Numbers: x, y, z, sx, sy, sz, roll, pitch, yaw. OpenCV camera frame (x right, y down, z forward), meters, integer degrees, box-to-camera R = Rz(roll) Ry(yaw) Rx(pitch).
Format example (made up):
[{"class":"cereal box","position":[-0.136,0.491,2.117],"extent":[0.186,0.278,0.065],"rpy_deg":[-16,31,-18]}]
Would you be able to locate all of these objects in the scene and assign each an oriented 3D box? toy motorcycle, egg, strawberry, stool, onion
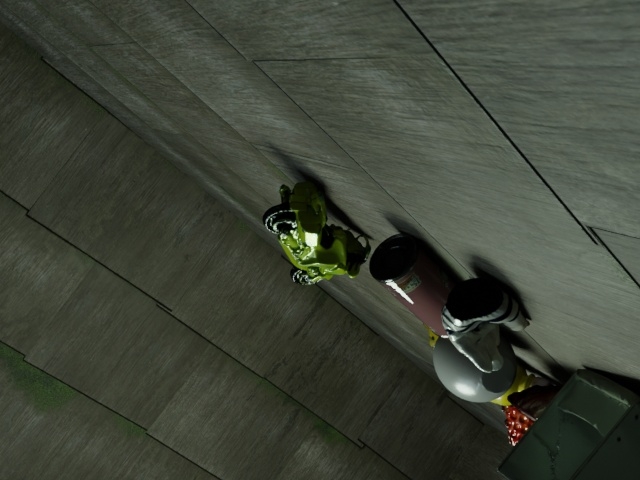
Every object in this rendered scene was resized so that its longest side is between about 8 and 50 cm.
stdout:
[{"class":"toy motorcycle","position":[0.000,0.002,1.722],"extent":[0.342,0.206,0.142],"rpy_deg":[66,-177,-56]},{"class":"egg","position":[0.350,0.275,1.745],"extent":[0.176,0.176,0.232],"rpy_deg":[39,180,-17]},{"class":"strawberry","position":[0.672,0.589,2.294],"extent":[0.150,0.280,0.253],"rpy_deg":[-18,170,31]},{"class":"stool","position":[0.501,0.404,1.382],"extent":[0.170,0.270,0.243],"rpy_deg":[40,180,-5]},{"class":"onion","position":[0.557,0.389,1.676],"extent":[0.314,0.146,0.280],"rpy_deg":[33,-176,-34]}]

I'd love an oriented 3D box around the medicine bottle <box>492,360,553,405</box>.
[{"class":"medicine bottle","position":[0.469,0.353,1.896],"extent":[0.212,0.122,0.122],"rpy_deg":[12,158,37]}]

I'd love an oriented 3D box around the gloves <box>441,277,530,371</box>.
[{"class":"gloves","position":[0.300,0.155,1.417],"extent":[0.131,0.140,0.219],"rpy_deg":[37,168,26]}]

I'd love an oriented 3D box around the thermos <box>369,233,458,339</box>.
[{"class":"thermos","position":[0.230,0.116,1.576],"extent":[0.330,0.109,0.136],"rpy_deg":[42,170,-36]}]

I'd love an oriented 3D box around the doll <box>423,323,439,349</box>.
[{"class":"doll","position":[0.323,0.248,2.023],"extent":[0.137,0.097,0.209],"rpy_deg":[31,177,2]}]
